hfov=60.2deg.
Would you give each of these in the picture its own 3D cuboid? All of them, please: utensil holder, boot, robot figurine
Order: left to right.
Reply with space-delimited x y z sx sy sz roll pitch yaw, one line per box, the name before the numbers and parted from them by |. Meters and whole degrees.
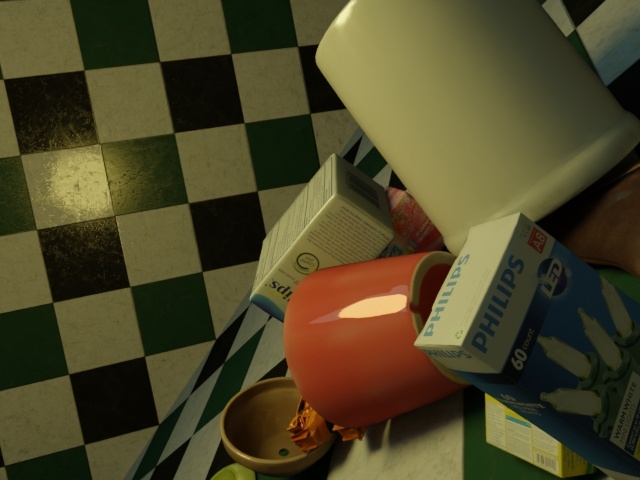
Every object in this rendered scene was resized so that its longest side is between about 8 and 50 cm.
robot figurine | 0.052 0.260 1.056 0.211 0.085 0.291 -28 20 35
utensil holder | 0.227 -0.221 0.851 0.328 0.385 0.327 -36 -1 -1
boot | 0.352 0.004 0.687 0.248 0.090 0.207 -47 13 19

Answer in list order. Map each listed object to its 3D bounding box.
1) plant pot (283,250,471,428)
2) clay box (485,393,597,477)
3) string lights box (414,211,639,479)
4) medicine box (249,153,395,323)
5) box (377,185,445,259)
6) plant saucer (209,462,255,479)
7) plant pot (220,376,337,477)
plant pot | 0.116 0.142 0.862 0.243 0.275 0.275 -26 30 46
clay box | 0.240 0.130 0.618 0.127 0.053 0.221 171 100 -71
string lights box | 0.228 0.105 0.503 0.133 0.260 0.077 -60 14 -19
medicine box | 0.000 0.000 1.160 0.289 0.149 0.263 -51 15 21
box | 0.136 0.044 1.230 0.300 0.154 0.142 -54 13 3
plant saucer | -0.243 0.633 1.303 0.241 0.037 0.241 -44 21 22
plant pot | -0.077 0.392 1.112 0.237 0.238 0.109 -82 -11 -63
